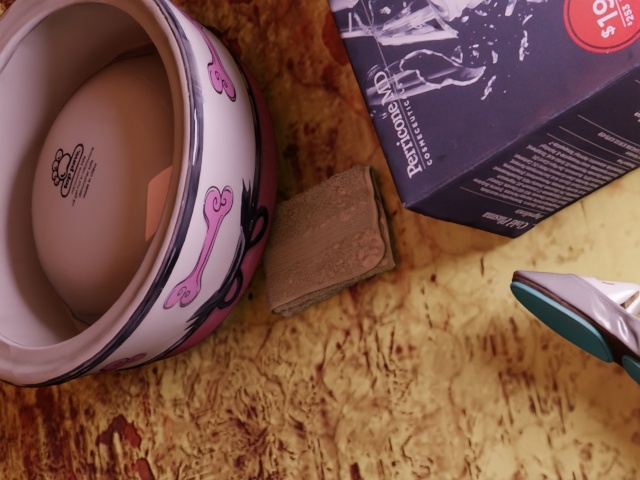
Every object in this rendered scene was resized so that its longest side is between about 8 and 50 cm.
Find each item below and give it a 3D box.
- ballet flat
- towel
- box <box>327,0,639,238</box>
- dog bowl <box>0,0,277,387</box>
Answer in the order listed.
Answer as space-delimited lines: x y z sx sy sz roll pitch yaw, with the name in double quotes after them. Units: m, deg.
0.241 0.072 0.983 0.068 0.072 0.213 -45 55 -10 "ballet flat"
0.000 0.000 1.192 0.148 0.027 0.110 -26 67 31 "towel"
0.176 -0.227 1.002 0.312 0.179 0.343 -33 64 30 "box"
-0.211 -0.054 1.269 0.408 0.150 0.408 -10 75 41 "dog bowl"
